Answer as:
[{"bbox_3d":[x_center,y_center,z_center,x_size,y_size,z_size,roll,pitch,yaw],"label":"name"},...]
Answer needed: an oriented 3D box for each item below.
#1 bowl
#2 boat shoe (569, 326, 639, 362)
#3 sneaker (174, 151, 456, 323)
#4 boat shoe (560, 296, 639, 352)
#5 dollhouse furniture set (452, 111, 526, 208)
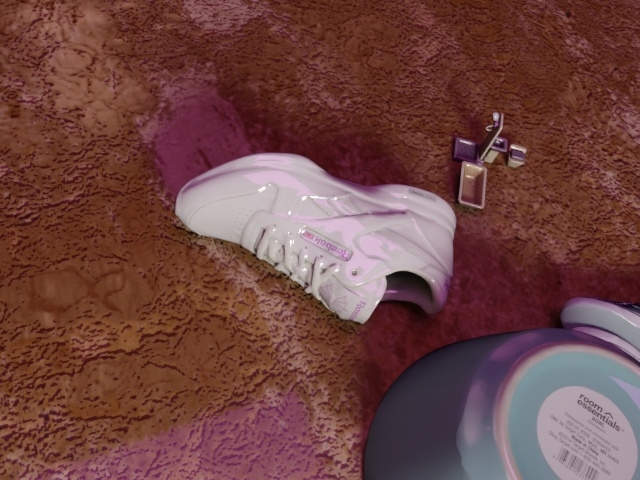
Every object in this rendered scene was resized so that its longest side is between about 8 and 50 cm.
[{"bbox_3d":[0.208,0.204,0.641,0.311,0.163,0.312,6,59,-11],"label":"bowl"},{"bbox_3d":[0.325,0.142,0.764,0.142,0.049,0.040,30,49,15],"label":"boat shoe"},{"bbox_3d":[0.000,0.000,0.738,0.305,0.114,0.152,9,57,-8],"label":"sneaker"},{"bbox_3d":[0.360,0.093,0.809,0.183,0.065,0.083,21,40,4],"label":"boat shoe"},{"bbox_3d":[0.214,-0.094,0.867,0.091,0.081,0.114,16,57,-4],"label":"dollhouse furniture set"}]
